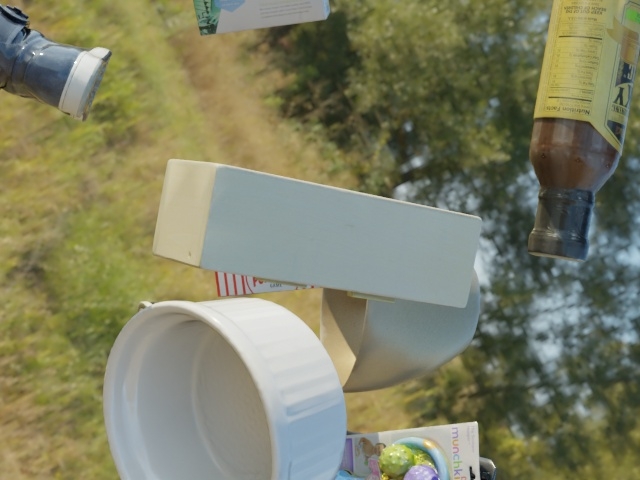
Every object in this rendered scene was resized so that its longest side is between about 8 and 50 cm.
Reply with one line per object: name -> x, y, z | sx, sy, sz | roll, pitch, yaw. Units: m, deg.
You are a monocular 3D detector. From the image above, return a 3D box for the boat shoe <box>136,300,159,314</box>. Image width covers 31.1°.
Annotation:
boat shoe -> -0.171, 0.209, 1.800 | 0.340, 0.113, 0.127 | 45, -39, 37

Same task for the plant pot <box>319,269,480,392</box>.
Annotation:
plant pot -> 0.123, 0.089, 1.687 | 0.284, 0.191, 0.284 | -174, -90, -78

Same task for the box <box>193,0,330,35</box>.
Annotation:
box -> -0.124, -0.523, 1.962 | 0.058, 0.232, 0.322 | -71, 153, -65

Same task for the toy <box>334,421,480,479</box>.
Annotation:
toy -> 0.092, 0.312, 1.483 | 0.056, 0.237, 0.137 | 17, 66, -49

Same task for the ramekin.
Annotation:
ramekin -> -0.101, 0.193, 1.262 | 0.135, 0.277, 0.277 | -11, 70, -47

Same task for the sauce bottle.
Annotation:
sauce bottle -> 0.307, -0.148, 1.356 | 0.111, 0.111, 0.344 | -9, 109, -86

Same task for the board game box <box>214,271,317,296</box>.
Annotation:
board game box -> -0.042, 0.028, 1.495 | 0.193, 0.147, 0.045 | -44, 128, -77

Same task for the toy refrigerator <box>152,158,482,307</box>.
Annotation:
toy refrigerator -> 0.000, 0.000, 1.002 | 0.102, 0.269, 0.094 | 11, -89, 58

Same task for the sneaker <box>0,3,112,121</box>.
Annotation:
sneaker -> -0.306, -0.187, 1.190 | 0.163, 0.086, 0.226 | 20, 2, -9

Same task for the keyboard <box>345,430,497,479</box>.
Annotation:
keyboard -> 0.121, 0.418, 1.826 | 0.033, 0.317, 0.201 | 32, 68, -47
